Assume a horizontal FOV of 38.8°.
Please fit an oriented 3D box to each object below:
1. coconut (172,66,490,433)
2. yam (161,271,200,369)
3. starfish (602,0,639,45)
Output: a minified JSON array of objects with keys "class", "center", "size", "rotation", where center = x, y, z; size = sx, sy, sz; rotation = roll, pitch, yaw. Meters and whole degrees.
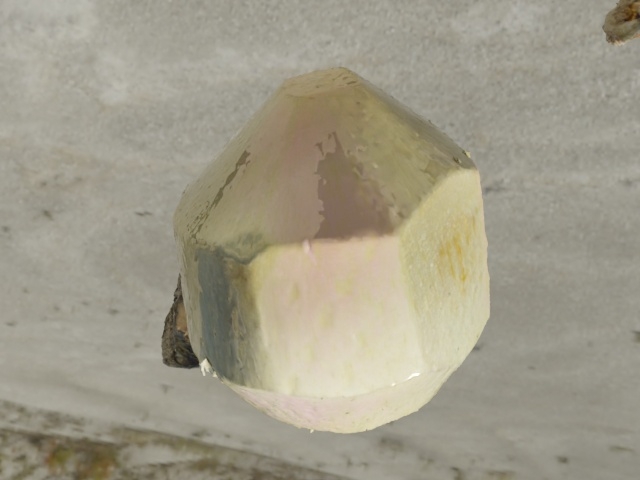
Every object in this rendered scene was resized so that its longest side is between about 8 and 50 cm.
[{"class":"coconut","center":[0.000,0.000,0.612],"size":[0.197,0.237,0.237],"rotation":[-12,170,-11]},{"class":"yam","center":[-0.048,0.073,0.966],"size":[0.238,0.128,0.129],"rotation":[2,-178,-9]},{"class":"starfish","center":[0.266,-0.213,0.599],"size":[0.071,0.238,0.216],"rotation":[45,168,21]}]
